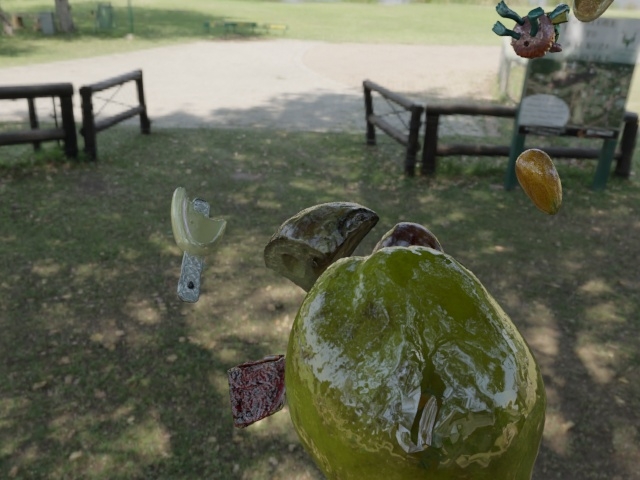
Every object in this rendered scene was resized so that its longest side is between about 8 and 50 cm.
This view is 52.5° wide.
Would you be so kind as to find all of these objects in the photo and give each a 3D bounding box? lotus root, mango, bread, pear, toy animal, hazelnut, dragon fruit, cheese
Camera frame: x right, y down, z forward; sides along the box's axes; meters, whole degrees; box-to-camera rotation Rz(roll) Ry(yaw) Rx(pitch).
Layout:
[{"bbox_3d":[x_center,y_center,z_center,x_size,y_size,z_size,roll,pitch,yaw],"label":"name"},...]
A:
[{"bbox_3d":[-0.005,-0.003,1.341,0.142,0.314,0.210,45,57,7],"label":"lotus root"},{"bbox_3d":[0.533,-0.145,1.578,0.089,0.165,0.115,-30,23,5],"label":"mango"},{"bbox_3d":[0.526,-0.481,1.169,0.073,0.214,0.053,38,3,15],"label":"bread"},{"bbox_3d":[0.098,0.159,0.700,0.269,0.269,0.321,-7,72,-21],"label":"pear"},{"bbox_3d":[0.352,-0.347,1.054,0.100,0.103,0.208,50,29,20],"label":"toy animal"},{"bbox_3d":[0.237,0.075,1.725,0.217,0.251,0.217,6,38,-5],"label":"hazelnut"},{"bbox_3d":[-0.124,0.300,1.319,0.121,0.127,0.161,-6,-4,-7],"label":"dragon fruit"},{"bbox_3d":[-0.260,0.014,1.332,0.127,0.050,0.234,23,58,-33],"label":"cheese"}]
